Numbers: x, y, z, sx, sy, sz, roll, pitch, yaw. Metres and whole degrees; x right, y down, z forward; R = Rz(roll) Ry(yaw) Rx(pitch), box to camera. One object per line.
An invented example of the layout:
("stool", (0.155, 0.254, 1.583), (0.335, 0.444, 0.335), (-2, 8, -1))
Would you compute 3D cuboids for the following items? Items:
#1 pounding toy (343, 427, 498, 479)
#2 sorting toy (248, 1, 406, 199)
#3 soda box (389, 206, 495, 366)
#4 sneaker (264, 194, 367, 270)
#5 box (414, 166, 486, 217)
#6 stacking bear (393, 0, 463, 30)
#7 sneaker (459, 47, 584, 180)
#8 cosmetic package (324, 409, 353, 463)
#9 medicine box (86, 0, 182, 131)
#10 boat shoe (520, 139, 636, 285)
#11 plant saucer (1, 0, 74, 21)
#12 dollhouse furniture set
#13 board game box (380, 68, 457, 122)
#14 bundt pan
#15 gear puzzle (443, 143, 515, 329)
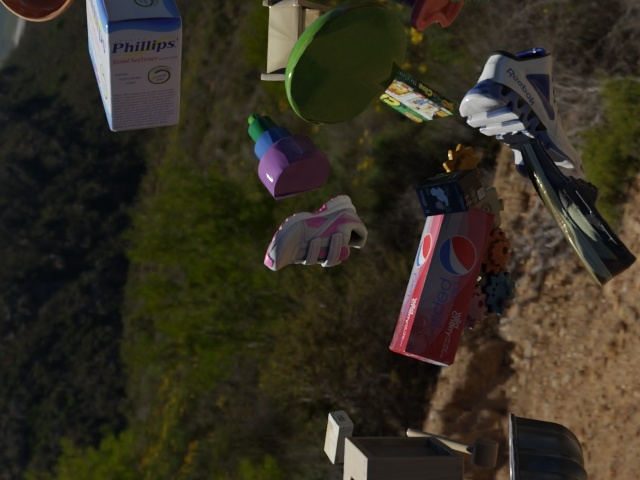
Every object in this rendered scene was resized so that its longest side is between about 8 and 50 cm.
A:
("pounding toy", (0.138, 0.313, 1.242), (0.181, 0.206, 0.094), (-179, 91, -79))
("sorting toy", (0.006, -0.213, 0.874), (0.126, 0.127, 0.366), (52, 131, 33))
("soda box", (0.200, 0.069, 1.542), (0.083, 0.092, 0.263), (163, 124, -76))
("sneaker", (0.000, 0.000, 1.873), (0.111, 0.252, 0.103), (45, 144, 24))
("box", (0.201, -0.074, 1.448), (0.083, 0.062, 0.052), (-7, 110, 43))
("stacking bear", (0.147, -0.567, 1.890), (0.289, 0.175, 0.164), (36, 122, 21))
("sneaker", (0.390, -0.243, 1.698), (0.127, 0.315, 0.182), (-1, 62, 47))
("cosmetic package", (0.044, 0.476, 2.264), (0.060, 0.041, 0.115), (-133, 43, -54))
("medicine box", (-0.387, -0.421, 1.926), (0.289, 0.149, 0.264), (102, 152, -50))
("boat shoe", (0.355, -0.048, 1.291), (0.224, 0.073, 0.080), (62, -172, 11))
("plant saucer", (-0.516, -0.503, 1.707), (0.037, 0.200, 0.200), (-40, -28, -65))
("dollhouse furniture set", (0.014, -0.310, 1.299), (0.160, 0.101, 0.182), (6, 98, 29))
("board game box", (0.150, -0.328, 1.977), (0.136, 0.259, 0.030), (1, 66, 63))
("bundt pan", (0.388, 0.462, 1.591), (0.331, 0.124, 0.331), (-1, -90, -79))
("gear puzzle", (0.290, -0.012, 1.707), (0.044, 0.175, 0.339), (8, 113, 53))
